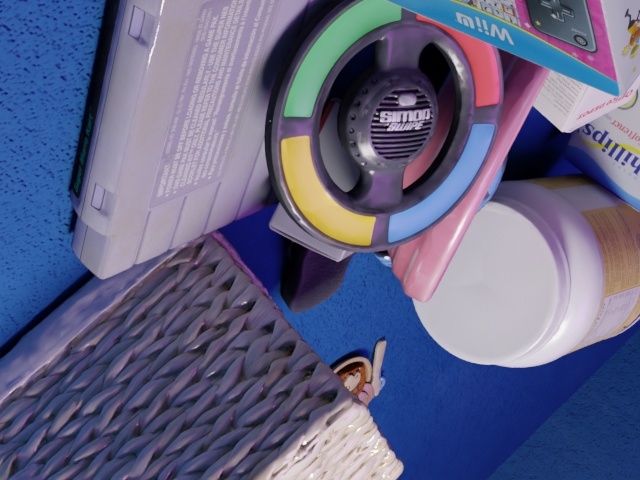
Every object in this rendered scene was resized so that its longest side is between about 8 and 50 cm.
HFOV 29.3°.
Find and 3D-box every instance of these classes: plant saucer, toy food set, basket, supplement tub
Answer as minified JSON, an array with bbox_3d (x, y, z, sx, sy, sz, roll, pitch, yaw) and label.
[{"bbox_3d":[0.148,-0.100,1.236,0.332,0.084,0.332,-61,174,-10],"label":"plant saucer"},{"bbox_3d":[0.035,0.225,1.742,0.192,0.038,0.132,-26,137,-38],"label":"toy food set"},{"bbox_3d":[-0.125,0.199,1.173,0.331,0.266,0.328,-43,157,-7],"label":"basket"},{"bbox_3d":[0.288,0.036,1.618,0.331,0.241,0.241,-8,138,-54],"label":"supplement tub"}]

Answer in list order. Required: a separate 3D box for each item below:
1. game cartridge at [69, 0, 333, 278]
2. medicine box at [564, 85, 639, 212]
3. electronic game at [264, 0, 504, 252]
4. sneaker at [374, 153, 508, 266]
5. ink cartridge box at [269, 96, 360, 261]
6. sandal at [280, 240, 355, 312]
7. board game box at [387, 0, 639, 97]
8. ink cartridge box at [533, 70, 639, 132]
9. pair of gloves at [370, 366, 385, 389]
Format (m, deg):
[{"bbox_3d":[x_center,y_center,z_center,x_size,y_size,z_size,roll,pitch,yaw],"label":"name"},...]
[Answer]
[{"bbox_3d":[-0.074,-0.135,0.951,0.230,0.068,0.355,-21,148,-36],"label":"game cartridge"},{"bbox_3d":[0.491,-0.219,1.608,0.263,0.149,0.289,-26,144,-38],"label":"medicine box"},{"bbox_3d":[0.056,-0.099,0.989,0.229,0.048,0.229,-14,118,-29],"label":"electronic game"},{"bbox_3d":[0.141,-0.049,1.446,0.209,0.069,0.082,-51,153,17],"label":"sneaker"},{"bbox_3d":[0.024,-0.056,1.130,0.127,0.072,0.175,-64,174,6],"label":"ink cartridge box"},{"bbox_3d":[-0.001,0.001,1.329,0.097,0.054,0.254,-22,159,-28],"label":"sandal"},{"bbox_3d":[0.097,-0.244,0.744,0.097,0.224,0.303,-52,146,-12],"label":"board game box"},{"bbox_3d":[0.334,-0.241,1.417,0.148,0.086,0.203,-25,152,-37],"label":"ink cartridge box"},{"bbox_3d":[0.021,0.264,1.843,0.198,0.023,0.159,-25,151,-37],"label":"pair of gloves"}]
